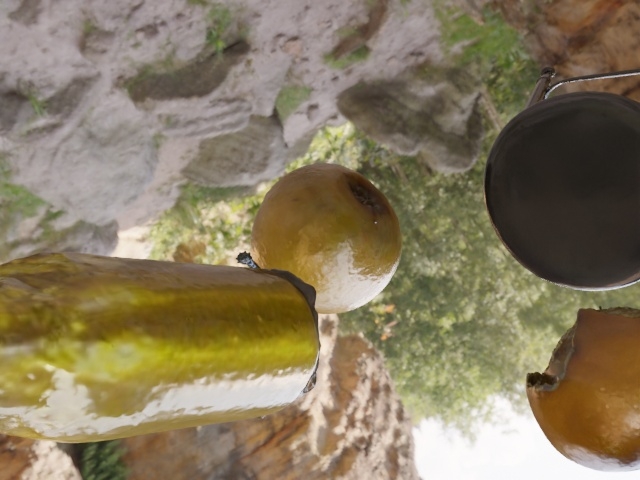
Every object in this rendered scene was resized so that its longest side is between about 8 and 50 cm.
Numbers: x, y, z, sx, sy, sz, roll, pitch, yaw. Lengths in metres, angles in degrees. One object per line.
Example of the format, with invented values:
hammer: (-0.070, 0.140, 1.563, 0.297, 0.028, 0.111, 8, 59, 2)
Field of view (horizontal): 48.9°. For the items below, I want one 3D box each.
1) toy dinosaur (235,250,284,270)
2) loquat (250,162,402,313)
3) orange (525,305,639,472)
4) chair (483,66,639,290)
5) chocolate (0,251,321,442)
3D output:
toy dinosaur: (-0.061, 0.070, 0.882, 0.049, 0.154, 0.055, -11, -145, 33)
loquat: (0.000, 0.000, 1.229, 0.274, 0.275, 0.275, -25, 173, -3)
orange: (0.258, 0.128, 0.633, 0.134, 0.157, 0.156, 22, 157, -14)
chair: (0.494, -0.122, 1.190, 0.364, 0.362, 0.410, 1, -164, 38)
chocolate: (-0.153, 0.072, 0.553, 0.162, 0.162, 0.445, -28, 162, 19)
